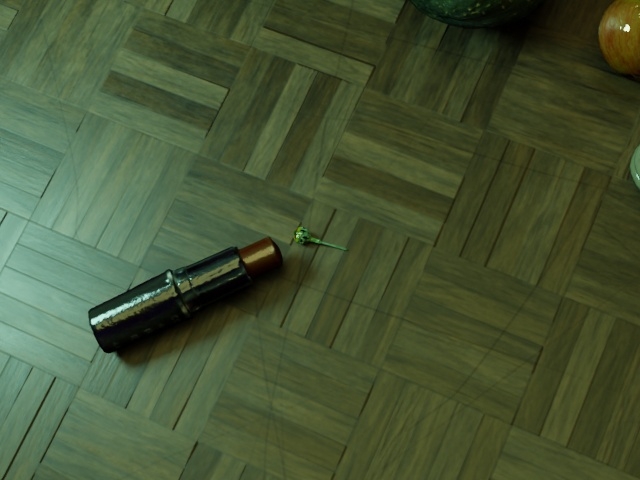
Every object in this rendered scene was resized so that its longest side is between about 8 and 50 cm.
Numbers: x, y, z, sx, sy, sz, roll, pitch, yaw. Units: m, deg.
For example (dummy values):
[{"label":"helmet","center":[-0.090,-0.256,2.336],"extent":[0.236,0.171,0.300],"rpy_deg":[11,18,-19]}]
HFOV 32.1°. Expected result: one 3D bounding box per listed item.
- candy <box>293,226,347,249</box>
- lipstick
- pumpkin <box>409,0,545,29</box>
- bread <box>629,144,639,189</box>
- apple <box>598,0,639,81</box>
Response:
[{"label":"candy","center":[0.000,0.000,1.660],"extent":[0.083,0.023,0.025],"rpy_deg":[14,34,4]},{"label":"lipstick","center":[-0.196,0.074,1.627],"extent":[0.299,0.081,0.081],"rpy_deg":[-26,71,0]},{"label":"pumpkin","center":[0.235,-0.482,1.647],"extent":[0.257,0.291,0.328],"rpy_deg":[5,62,26]},{"label":"bread","center":[0.552,-0.140,1.591],"extent":[0.183,0.102,0.337],"rpy_deg":[18,74,12]},{"label":"apple","center":[0.482,-0.299,1.636],"extent":[0.146,0.146,0.146],"rpy_deg":[-2,72,7]}]
